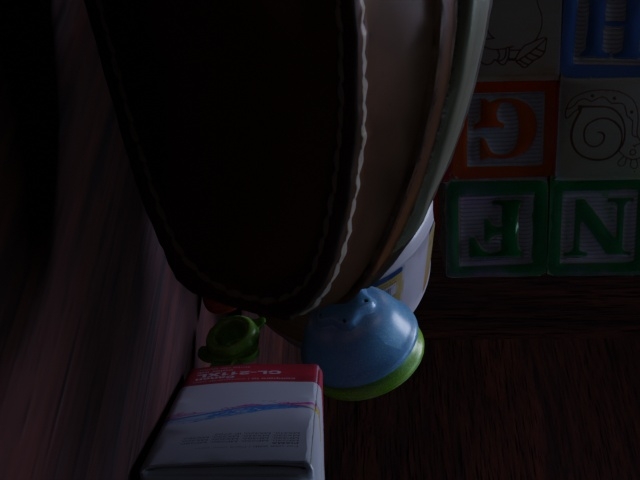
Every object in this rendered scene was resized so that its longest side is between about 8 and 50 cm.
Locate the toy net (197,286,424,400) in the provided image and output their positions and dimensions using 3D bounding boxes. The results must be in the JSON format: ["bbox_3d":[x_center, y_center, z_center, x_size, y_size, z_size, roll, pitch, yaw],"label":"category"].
[{"bbox_3d":[0.000,0.000,0.813,0.232,0.122,0.045,-82,155,-49],"label":"toy net"}]

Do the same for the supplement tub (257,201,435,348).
[{"bbox_3d":[0.009,-0.004,0.974,0.200,0.144,0.144,86,3,-67],"label":"supplement tub"}]

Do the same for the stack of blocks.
[{"bbox_3d":[0.074,-0.077,0.587,0.087,0.297,0.171,-93,-178,-71],"label":"stack of blocks"}]

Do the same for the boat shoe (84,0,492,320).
[{"bbox_3d":[-0.035,-0.130,0.320,0.120,0.122,0.324,-35,127,-51],"label":"boat shoe"}]

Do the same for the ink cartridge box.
[{"bbox_3d":[-0.034,0.137,0.622,0.175,0.072,0.127,-79,168,-83],"label":"ink cartridge box"}]
